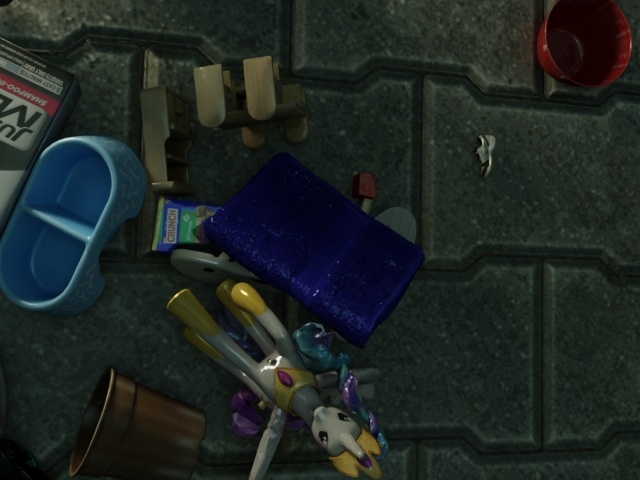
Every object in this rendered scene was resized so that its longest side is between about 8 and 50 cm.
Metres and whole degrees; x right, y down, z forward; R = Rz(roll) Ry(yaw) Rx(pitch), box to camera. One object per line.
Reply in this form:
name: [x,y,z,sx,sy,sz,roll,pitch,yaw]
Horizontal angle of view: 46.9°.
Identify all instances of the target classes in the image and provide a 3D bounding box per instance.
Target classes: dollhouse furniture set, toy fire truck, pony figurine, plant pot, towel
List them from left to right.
plant pot: [-0.274,0.299,1.129,0.165,0.167,0.167,23,81,-20]
dollhouse furniture set: [-0.146,-0.167,1.162,0.242,0.212,0.161,-7,87,11]
pony figurine: [-0.059,0.229,1.120,0.303,0.351,0.363,-42,79,-17]
towel: [0.000,0.000,1.145,0.308,0.076,0.227,34,47,6]
toy fire truck: [0.026,-0.023,1.276,0.135,0.047,0.192,3,86,-14]

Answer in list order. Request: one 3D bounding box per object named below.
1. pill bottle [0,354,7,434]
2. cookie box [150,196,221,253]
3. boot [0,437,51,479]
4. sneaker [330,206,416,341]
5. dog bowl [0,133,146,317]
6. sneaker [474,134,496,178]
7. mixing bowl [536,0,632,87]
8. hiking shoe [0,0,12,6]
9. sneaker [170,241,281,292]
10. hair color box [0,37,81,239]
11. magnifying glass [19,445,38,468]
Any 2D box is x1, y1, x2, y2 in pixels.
pill bottle: [-0.589,0.232,1.053,0.246,0.136,0.136,-7,89,-15]
cookie box: [-0.220,-0.020,1.214,0.107,0.040,0.092,8,86,-13]
boot: [-0.482,0.435,1.075,0.207,0.094,0.246,-27,97,-6]
sneaker: [0.079,0.057,1.266,0.094,0.091,0.258,32,71,-4]
dog bowl: [-0.383,-0.024,1.110,0.166,0.074,0.297,27,93,9]
sneaker: [0.302,-0.156,1.369,0.037,0.032,0.083,9,79,0]
mixing bowl: [0.478,-0.365,1.388,0.181,0.098,0.181,1,86,-15]
hiking shoe: [-0.577,-0.431,1.120,0.227,0.086,0.114,15,87,-13]
sneaker: [-0.129,0.009,1.195,0.217,0.079,0.121,13,62,-16]
hair color box: [-0.529,-0.114,1.102,0.185,0.113,0.374,26,82,-12]
magnifying glass: [-0.549,0.366,1.115,0.231,0.026,0.092,-5,89,-14]
